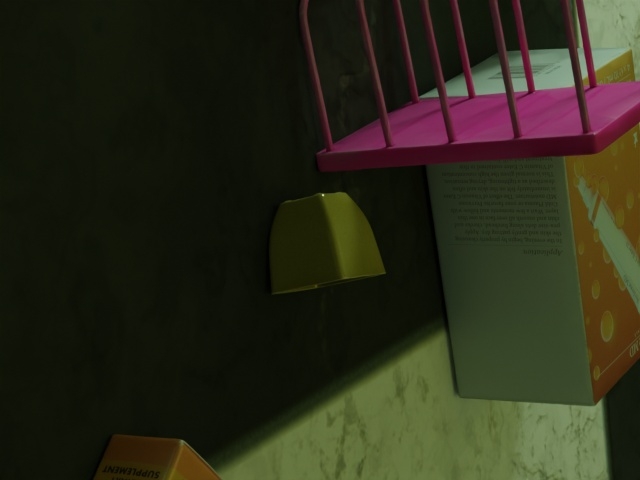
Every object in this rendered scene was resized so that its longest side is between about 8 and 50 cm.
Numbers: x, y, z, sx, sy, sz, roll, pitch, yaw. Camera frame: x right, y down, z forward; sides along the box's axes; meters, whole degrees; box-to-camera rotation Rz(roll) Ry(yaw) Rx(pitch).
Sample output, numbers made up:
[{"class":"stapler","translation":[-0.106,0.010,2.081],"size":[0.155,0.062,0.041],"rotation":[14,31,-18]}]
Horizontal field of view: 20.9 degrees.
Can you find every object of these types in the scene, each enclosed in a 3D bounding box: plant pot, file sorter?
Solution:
[{"class":"plant pot","translation":[0.000,0.000,1.596],"size":[0.081,0.081,0.083],"rotation":[-7,85,-58]},{"class":"file sorter","translation":[0.152,-0.186,1.637],"size":[0.202,0.290,0.182],"rotation":[-33,116,-53]}]

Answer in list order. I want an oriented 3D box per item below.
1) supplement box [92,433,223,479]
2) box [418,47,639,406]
[{"class":"supplement box","translation":[-0.159,0.270,1.344],"size":[0.080,0.078,0.233],"rotation":[52,48,-45]},{"class":"box","translation":[0.246,-0.020,1.904],"size":[0.215,0.168,0.345],"rotation":[-33,119,-53]}]
